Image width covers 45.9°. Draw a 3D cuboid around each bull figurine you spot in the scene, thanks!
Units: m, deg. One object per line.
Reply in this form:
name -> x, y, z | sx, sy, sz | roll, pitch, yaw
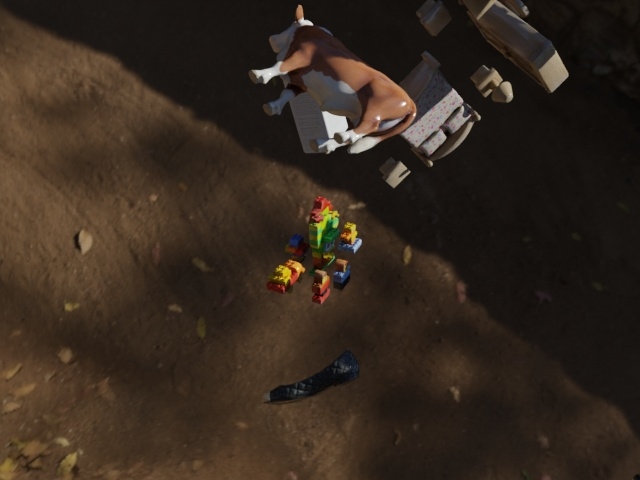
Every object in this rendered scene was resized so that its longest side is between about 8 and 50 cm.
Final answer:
bull figurine -> 0.004, -0.258, 1.228 | 0.310, 0.101, 0.188 | 36, 63, 22

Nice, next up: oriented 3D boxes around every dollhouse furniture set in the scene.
dollhouse furniture set -> 0.219, -0.233, 1.296 | 0.174, 0.355, 0.303 | 52, 13, 34

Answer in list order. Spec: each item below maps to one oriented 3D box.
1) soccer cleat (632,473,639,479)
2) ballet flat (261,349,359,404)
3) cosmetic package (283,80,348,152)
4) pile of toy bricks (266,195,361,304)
soccer cleat -> 0.646, 0.442, 1.334 | 0.178, 0.060, 0.072 | 20, 92, 14
ballet flat -> -0.017, 0.229, 1.230 | 0.173, 0.057, 0.049 | -23, 71, 10
cosmetic package -> -0.013, -0.331, 1.766 | 0.117, 0.085, 0.231 | -60, 140, -48
pile of toy bricks -> 0.000, 0.000, 1.208 | 0.118, 0.105, 0.212 | 13, 36, 23
